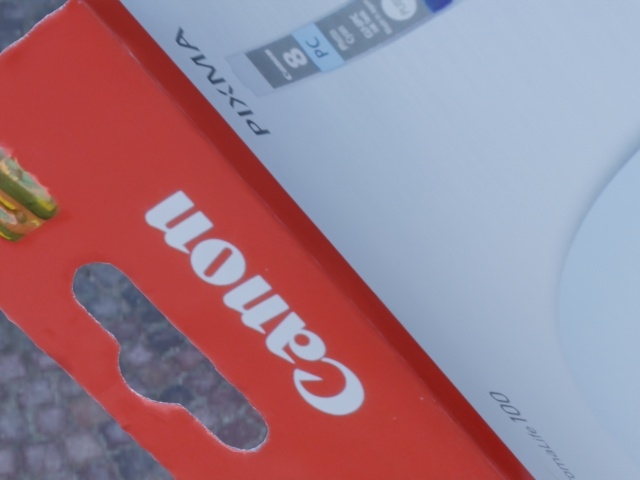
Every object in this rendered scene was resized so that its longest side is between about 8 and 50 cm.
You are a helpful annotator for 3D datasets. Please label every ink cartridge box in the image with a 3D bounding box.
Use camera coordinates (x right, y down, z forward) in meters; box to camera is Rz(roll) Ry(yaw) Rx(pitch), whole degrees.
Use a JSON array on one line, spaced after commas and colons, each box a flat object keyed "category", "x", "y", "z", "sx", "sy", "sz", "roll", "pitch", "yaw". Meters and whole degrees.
[{"category": "ink cartridge box", "x": 0.042, "y": 0.009, "z": 0.479, "sx": 0.385, "sy": 0.308, "sz": 0.091, "roll": -30, "pitch": 24, "yaw": 27}]
